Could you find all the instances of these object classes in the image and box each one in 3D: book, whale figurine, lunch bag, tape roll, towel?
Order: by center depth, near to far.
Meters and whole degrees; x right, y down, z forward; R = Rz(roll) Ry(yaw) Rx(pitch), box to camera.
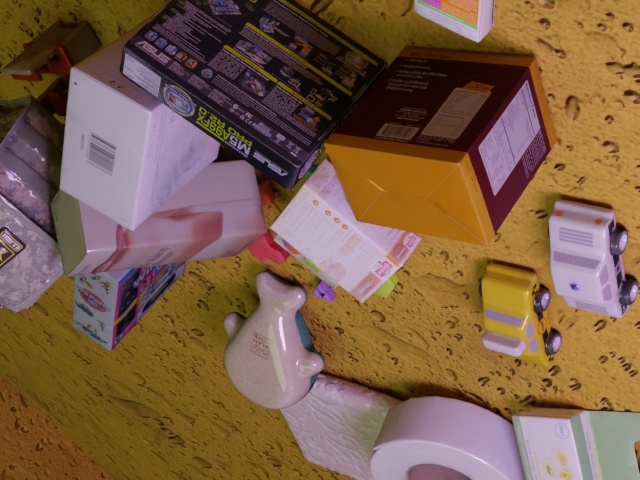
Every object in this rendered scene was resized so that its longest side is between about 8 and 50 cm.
[{"bbox_3d":[0.148,-0.303,1.296,0.096,0.035,0.144,27,148,24],"label":"book"},{"bbox_3d":[-0.495,-0.053,1.862,0.169,0.287,0.235,3,146,47],"label":"lunch bag"},{"bbox_3d":[0.233,0.398,2.030,0.286,0.100,0.286,17,142,14],"label":"tape roll"},{"bbox_3d":[-0.074,0.174,2.110,0.216,0.141,0.272,23,122,24],"label":"whale figurine"},{"bbox_3d":[0.064,0.375,2.278,0.332,0.053,0.317,13,142,35],"label":"towel"}]

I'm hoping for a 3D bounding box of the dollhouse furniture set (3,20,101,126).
[{"bbox_3d":[-0.389,-0.215,1.882,0.262,0.135,0.259,10,140,39],"label":"dollhouse furniture set"}]

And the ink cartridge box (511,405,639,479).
[{"bbox_3d":[0.418,0.349,1.795,0.235,0.056,0.171,-6,99,53],"label":"ink cartridge box"}]

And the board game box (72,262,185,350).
[{"bbox_3d":[-0.339,0.042,2.089,0.098,0.224,0.303,35,150,9],"label":"board game box"}]

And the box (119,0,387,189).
[{"bbox_3d":[-0.083,-0.219,1.472,0.270,0.216,0.060,35,148,5],"label":"box"}]

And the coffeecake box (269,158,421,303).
[{"bbox_3d":[0.036,-0.011,1.728,0.185,0.068,0.142,40,144,-1],"label":"coffeecake box"}]

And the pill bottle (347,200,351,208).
[{"bbox_3d":[0.087,-0.081,1.624,0.067,0.067,0.120,39,150,-1],"label":"pill bottle"}]

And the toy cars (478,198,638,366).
[{"bbox_3d":[0.311,0.085,1.588,0.176,0.087,0.393,37,150,1],"label":"toy cars"}]

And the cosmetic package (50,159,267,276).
[{"bbox_3d":[-0.253,-0.036,1.810,0.153,0.296,0.129,-33,66,61],"label":"cosmetic package"}]

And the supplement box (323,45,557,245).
[{"bbox_3d":[0.147,-0.119,1.382,0.191,0.194,0.129,12,141,37],"label":"supplement box"}]

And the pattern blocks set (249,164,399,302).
[{"bbox_3d":[0.000,0.000,1.867,0.285,0.026,0.324,32,149,11],"label":"pattern blocks set"}]

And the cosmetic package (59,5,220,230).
[{"bbox_3d":[-0.242,-0.177,1.648,0.138,0.224,0.224,29,135,12],"label":"cosmetic package"}]
